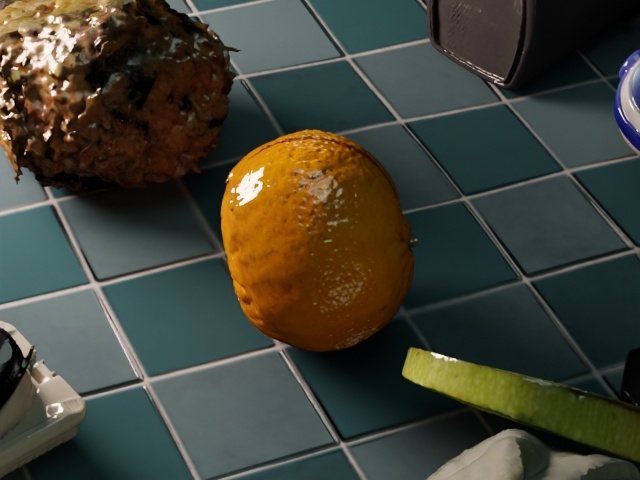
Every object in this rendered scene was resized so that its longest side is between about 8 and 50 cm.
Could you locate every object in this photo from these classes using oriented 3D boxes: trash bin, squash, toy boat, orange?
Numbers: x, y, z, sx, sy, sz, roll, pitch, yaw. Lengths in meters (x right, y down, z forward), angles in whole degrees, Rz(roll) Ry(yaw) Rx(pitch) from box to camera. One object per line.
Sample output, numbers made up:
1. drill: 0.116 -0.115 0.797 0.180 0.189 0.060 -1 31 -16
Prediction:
1. trash bin: 0.257 -0.310 1.794 0.182 0.209 0.290 35 54 25
2. squash: 0.171 0.132 1.307 0.219 0.219 0.041 16 85 10
3. toy boat: -0.316 0.140 1.262 0.269 0.141 0.141 -16 45 -44
4. orange: 0.000 0.000 1.412 0.161 0.193 0.193 -14 43 2

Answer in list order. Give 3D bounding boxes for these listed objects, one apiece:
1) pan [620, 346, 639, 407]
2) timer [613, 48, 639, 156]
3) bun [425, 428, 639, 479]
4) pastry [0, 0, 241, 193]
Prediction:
1. pan: 0.351 0.151 1.398 0.202 0.048 0.128 15 39 8
2. timer: 0.458 -0.201 1.697 0.383 0.270 0.270 -39 57 -22
3. bun: 0.153 0.280 1.118 0.354 0.194 0.354 2 41 -2
4. pastry: -0.213 -0.167 1.571 0.275 0.193 0.275 3 42 -2
